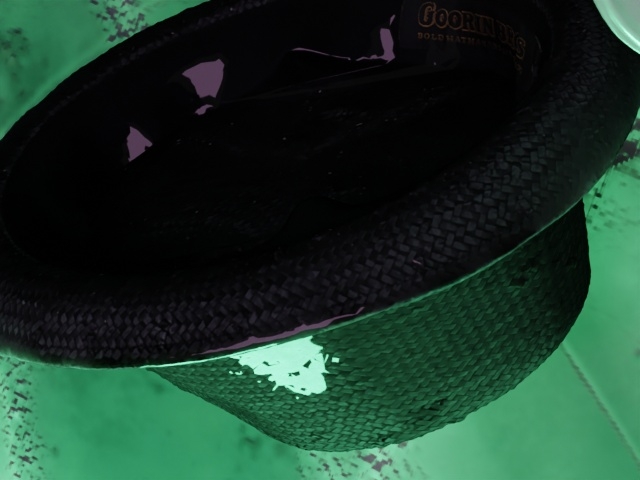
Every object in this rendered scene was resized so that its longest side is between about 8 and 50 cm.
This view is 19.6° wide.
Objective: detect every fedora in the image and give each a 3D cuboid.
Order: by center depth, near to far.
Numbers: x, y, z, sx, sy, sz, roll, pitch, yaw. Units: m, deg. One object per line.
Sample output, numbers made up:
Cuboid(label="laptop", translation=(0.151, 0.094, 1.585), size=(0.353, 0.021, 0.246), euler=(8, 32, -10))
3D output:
Cuboid(label="fedora", translation=(0.000, 0.000, 0.849), size=(0.334, 0.334, 0.152), euler=(-7, 125, 29))

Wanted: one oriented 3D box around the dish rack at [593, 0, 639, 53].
Cuboid(label="dish rack", translation=(0.278, -0.174, 0.649), size=(0.333, 0.072, 0.285), euler=(8, 104, -9))
